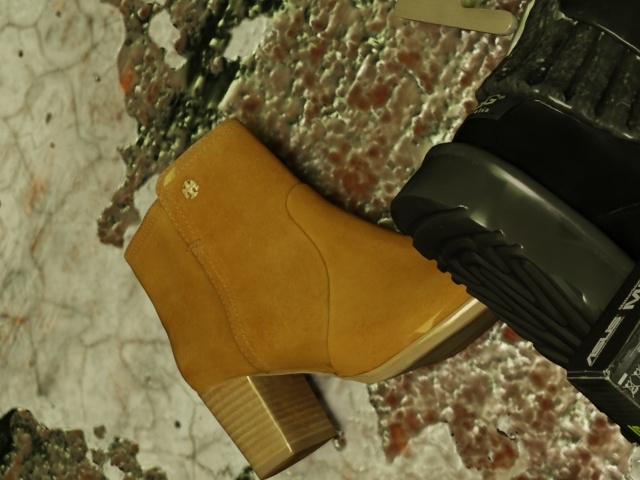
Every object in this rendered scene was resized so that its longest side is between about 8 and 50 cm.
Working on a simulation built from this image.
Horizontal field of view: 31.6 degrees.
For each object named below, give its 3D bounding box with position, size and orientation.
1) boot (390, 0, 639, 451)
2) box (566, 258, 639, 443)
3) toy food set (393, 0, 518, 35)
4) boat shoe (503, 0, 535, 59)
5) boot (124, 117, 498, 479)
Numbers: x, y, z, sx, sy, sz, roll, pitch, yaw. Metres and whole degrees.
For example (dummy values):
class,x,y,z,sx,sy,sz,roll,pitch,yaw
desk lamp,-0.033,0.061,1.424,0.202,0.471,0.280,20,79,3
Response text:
class,x,y,z,sx,sy,sz,roll,pitch,yaw
boot,0.233,-0.021,0.592,0.348,0.131,0.260,41,74,-12
box,0.230,0.043,0.495,0.184,0.045,0.191,40,75,-9
toy food set,0.121,-0.212,0.672,0.132,0.038,0.192,31,103,55
boat shoe,0.153,-0.157,0.676,0.043,0.049,0.137,23,105,4
boot,0.000,0.000,0.725,0.295,0.104,0.211,-39,74,26
